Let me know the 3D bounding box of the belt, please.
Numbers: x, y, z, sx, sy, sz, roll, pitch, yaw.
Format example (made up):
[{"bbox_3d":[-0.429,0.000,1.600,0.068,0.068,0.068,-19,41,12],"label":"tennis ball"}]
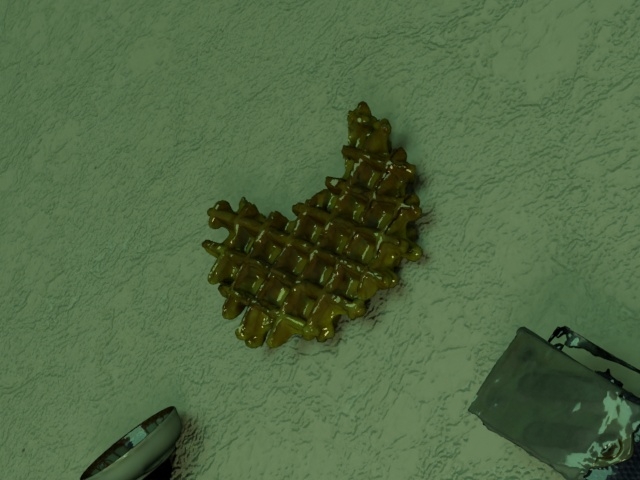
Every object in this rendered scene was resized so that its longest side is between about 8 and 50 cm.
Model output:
[{"bbox_3d":[0.255,0.166,1.596,0.230,0.139,0.126,32,90,48],"label":"belt"}]

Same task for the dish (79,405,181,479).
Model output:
[{"bbox_3d":[-0.206,0.269,1.993,0.141,0.078,0.141,-37,6,4],"label":"dish"}]

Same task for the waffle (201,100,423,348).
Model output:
[{"bbox_3d":[0.000,0.000,1.968,0.293,0.069,0.260,-33,51,20],"label":"waffle"}]
